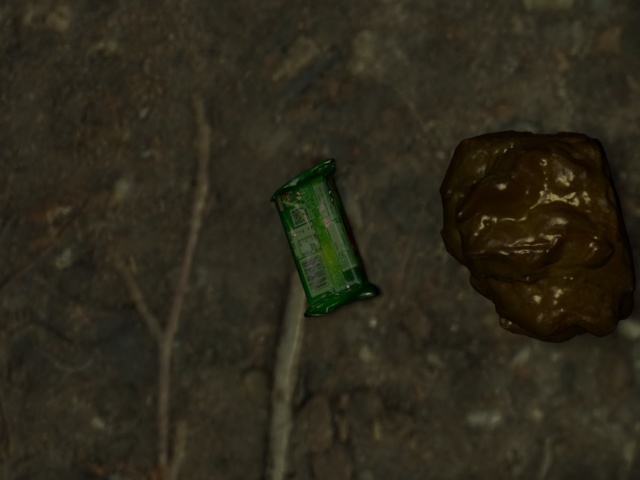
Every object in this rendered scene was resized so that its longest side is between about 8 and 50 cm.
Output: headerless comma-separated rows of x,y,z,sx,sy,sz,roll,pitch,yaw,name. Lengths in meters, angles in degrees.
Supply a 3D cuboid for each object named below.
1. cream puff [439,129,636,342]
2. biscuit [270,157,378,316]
0.107,-0.006,0.730,0.094,0.116,0.122,-10,61,12,cream puff
0.000,0.000,0.834,0.046,0.016,0.089,-25,71,18,biscuit
